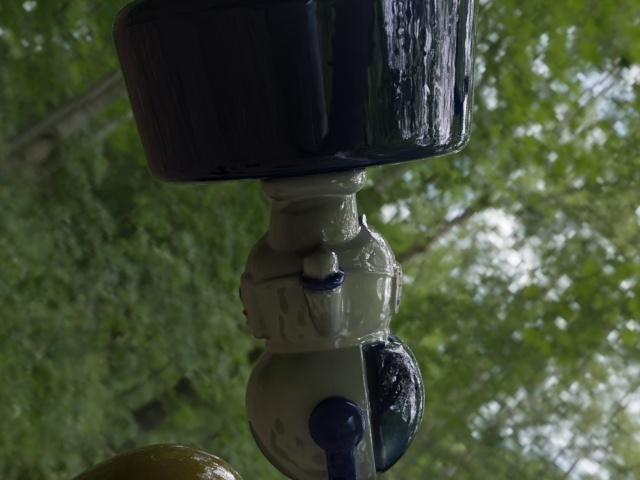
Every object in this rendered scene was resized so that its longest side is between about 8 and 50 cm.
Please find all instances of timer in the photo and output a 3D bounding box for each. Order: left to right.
[{"bbox_3d":[0.000,0.000,0.852,0.270,0.270,0.384,7,-75,63],"label":"timer"}]

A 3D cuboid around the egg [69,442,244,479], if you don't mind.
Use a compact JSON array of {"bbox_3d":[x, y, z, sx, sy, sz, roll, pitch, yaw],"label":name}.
[{"bbox_3d":[-0.188,0.347,1.115,0.250,0.322,0.250,32,8,-5],"label":"egg"}]
